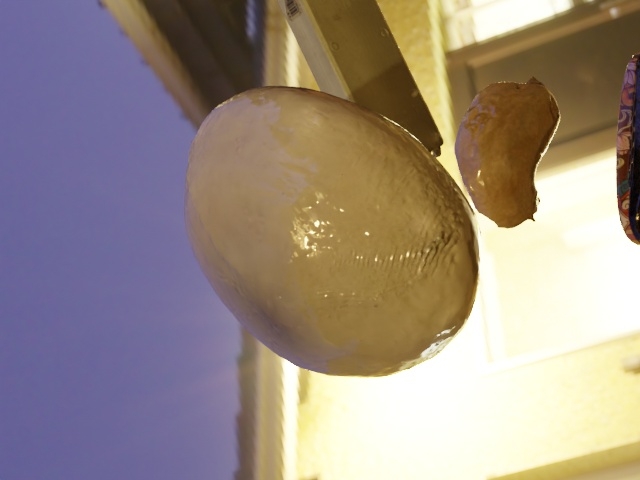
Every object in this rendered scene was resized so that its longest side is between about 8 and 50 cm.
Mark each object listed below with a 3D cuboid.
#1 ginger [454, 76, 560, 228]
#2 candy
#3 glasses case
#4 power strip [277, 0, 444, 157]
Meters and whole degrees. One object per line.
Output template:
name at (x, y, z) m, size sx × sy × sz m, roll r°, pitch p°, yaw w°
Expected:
ginger at (0.282, -0.145, 2.007) m, size 0.152 × 0.138 × 0.267 m, roll 32°, pitch -112°, yaw -50°
candy at (0.000, 0.000, 1.101) m, size 0.185 × 0.296 × 0.295 m, roll -50°, pitch -54°, yaw -32°
glasses case at (0.534, -0.149, 2.125) m, size 0.122 × 0.082 × 0.320 m, roll 15°, pitch -104°, yaw -49°
power strip at (0.024, -0.227, 1.434) m, size 0.106 × 0.043 × 0.367 m, roll -21°, pitch -97°, yaw -38°
